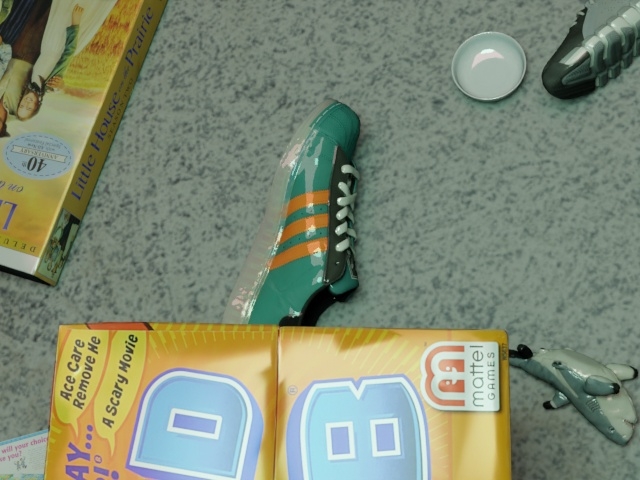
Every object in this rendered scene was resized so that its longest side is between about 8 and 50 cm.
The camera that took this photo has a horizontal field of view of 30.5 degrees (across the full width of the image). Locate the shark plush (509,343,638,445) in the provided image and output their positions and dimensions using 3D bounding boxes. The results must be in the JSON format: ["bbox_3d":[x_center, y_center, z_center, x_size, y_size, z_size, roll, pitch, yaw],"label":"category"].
[{"bbox_3d":[0.243,0.147,1.188,0.161,0.073,0.067,19,109,15],"label":"shark plush"}]

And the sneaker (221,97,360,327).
[{"bbox_3d":[0.000,0.000,1.272,0.121,0.108,0.302,19,87,18],"label":"sneaker"}]

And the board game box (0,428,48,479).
[{"bbox_3d":[-0.330,0.272,1.310,0.154,0.026,0.103,-16,70,9],"label":"board game box"}]

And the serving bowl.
[{"bbox_3d":[0.190,-0.191,1.318,0.083,0.027,0.083,-4,73,13],"label":"serving bowl"}]

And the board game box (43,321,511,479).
[{"bbox_3d":[-0.023,0.285,1.022,0.356,0.356,0.356,0,73,5],"label":"board game box"}]

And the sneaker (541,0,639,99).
[{"bbox_3d":[0.304,-0.258,1.288,0.228,0.086,0.132,-37,63,-9],"label":"sneaker"}]

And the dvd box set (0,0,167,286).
[{"bbox_3d":[-0.390,-0.180,1.448,0.307,0.062,0.420,16,78,19],"label":"dvd box set"}]
